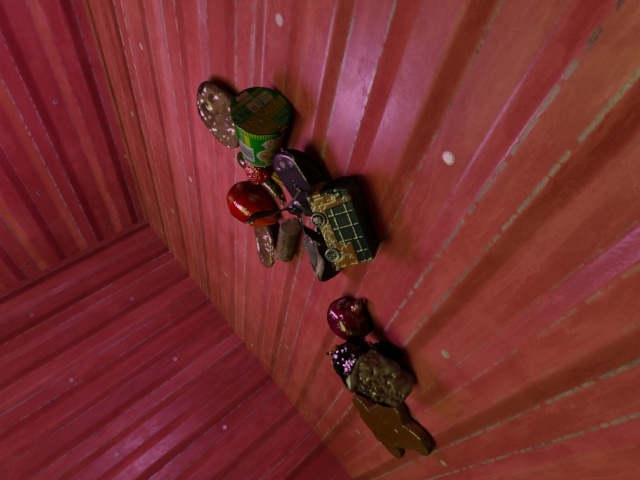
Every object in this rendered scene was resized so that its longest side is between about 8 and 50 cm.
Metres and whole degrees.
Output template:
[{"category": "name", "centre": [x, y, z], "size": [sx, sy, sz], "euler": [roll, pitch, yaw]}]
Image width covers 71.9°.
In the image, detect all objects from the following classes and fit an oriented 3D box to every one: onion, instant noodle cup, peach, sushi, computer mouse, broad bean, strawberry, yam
[{"category": "onion", "centre": [0.120, 0.310, 1.795], "size": [0.195, 0.139, 0.218], "euler": [54, 149, 19]}, {"category": "instant noodle cup", "centre": [-0.208, -0.375, 1.539], "size": [0.207, 0.207, 0.233], "euler": [48, 157, 15]}, {"category": "peach", "centre": [-0.147, -0.243, 1.711], "size": [0.077, 0.050, 0.083], "euler": [45, 170, -31]}, {"category": "sushi", "centre": [0.215, 0.505, 1.747], "size": [0.348, 0.235, 0.207], "euler": [37, 173, -26]}, {"category": "computer mouse", "centre": [-0.052, -0.211, 1.545], "size": [0.170, 0.100, 0.269], "euler": [-2, 124, 59]}, {"category": "broad bean", "centre": [-0.258, -0.265, 1.860], "size": [0.318, 0.056, 0.098], "euler": [50, 151, 7]}, {"category": "strawberry", "centre": [-0.253, -0.288, 1.747], "size": [0.148, 0.131, 0.131], "euler": [-32, 91, 41]}, {"category": "yam", "centre": [-0.145, 0.006, 1.928], "size": [0.093, 0.093, 0.259], "euler": [46, 150, 18]}, {"category": "peach", "centre": [-0.310, -0.155, 1.949], "size": [0.267, 0.153, 0.159], "euler": [42, 147, 26]}]

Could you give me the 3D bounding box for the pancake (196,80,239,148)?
[{"category": "pancake", "centre": [-0.409, -0.514, 1.808], "size": [0.294, 0.049, 0.295], "euler": [34, 143, 30]}]

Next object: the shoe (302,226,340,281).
[{"category": "shoe", "centre": [0.000, 0.000, 1.678], "size": [0.171, 0.132, 0.337], "euler": [48, 155, 34]}]

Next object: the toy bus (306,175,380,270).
[{"category": "toy bus", "centre": [0.076, -0.061, 1.419], "size": [0.166, 0.138, 0.276], "euler": [-15, 110, 24]}]

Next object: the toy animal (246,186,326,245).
[{"category": "toy animal", "centre": [-0.077, -0.102, 1.488], "size": [0.272, 0.197, 0.160], "euler": [27, 126, -9]}]

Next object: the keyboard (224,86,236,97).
[{"category": "keyboard", "centre": [-0.363, -0.503, 1.818], "size": [0.106, 0.016, 0.262], "euler": [46, 150, 18]}]

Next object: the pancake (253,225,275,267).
[{"category": "pancake", "centre": [-0.265, 0.014, 2.056], "size": [0.222, 0.042, 0.236], "euler": [51, 144, 38]}]

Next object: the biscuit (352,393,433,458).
[{"category": "biscuit", "centre": [0.330, 0.851, 2.085], "size": [0.368, 0.076, 0.394], "euler": [51, 148, 11]}]
